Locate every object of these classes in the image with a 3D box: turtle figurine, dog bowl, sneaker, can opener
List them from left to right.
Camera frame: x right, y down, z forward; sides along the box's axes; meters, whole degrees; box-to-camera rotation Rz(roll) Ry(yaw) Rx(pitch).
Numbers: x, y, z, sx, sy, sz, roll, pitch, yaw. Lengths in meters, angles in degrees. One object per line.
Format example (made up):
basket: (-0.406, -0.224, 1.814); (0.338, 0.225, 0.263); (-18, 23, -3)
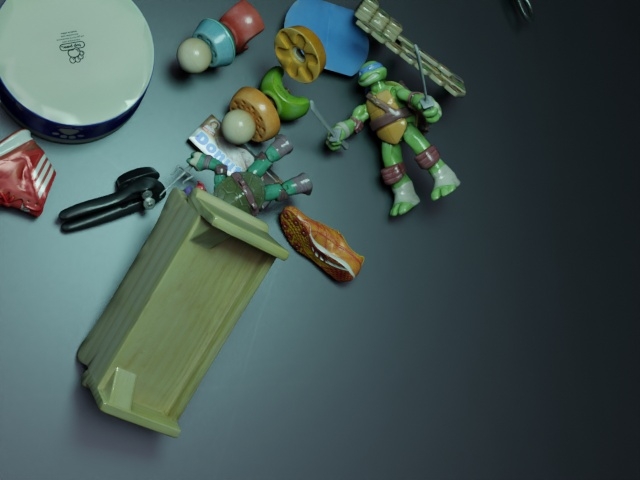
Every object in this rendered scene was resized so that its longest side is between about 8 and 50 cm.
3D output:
sneaker: (-0.514, -0.070, 1.670); (0.221, 0.087, 0.128); (-41, 93, -19)
dog bowl: (-0.409, -0.299, 1.736); (0.264, 0.104, 0.265); (3, 79, -18)
can opener: (-0.343, -0.059, 1.749); (0.186, 0.073, 0.059); (-28, 129, -18)
turtle figurine: (-0.136, -0.076, 1.760); (0.234, 0.118, 0.175); (-29, 115, -17)
sneaker: (0.000, 0.000, 1.854); (0.175, 0.064, 0.067); (43, 48, -11)
turtle figurine: (0.117, -0.176, 1.835); (0.197, 0.275, 0.266); (-28, 98, -1)

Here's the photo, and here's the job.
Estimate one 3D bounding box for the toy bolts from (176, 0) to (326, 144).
toy bolts: (-0.127, -0.292, 1.781); (0.228, 0.218, 0.158); (49, 57, 3)

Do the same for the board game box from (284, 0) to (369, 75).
board game box: (0.006, -0.369, 1.930); (0.168, 0.033, 0.133); (13, 71, -21)

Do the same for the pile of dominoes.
pile of dominoes: (0.172, -0.351, 1.903); (0.251, 0.196, 0.040); (34, 109, -10)

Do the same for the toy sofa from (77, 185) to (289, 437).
toy sofa: (-0.222, 0.106, 1.656); (0.150, 0.177, 0.363); (28, 96, -33)

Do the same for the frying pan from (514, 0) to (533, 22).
frying pan: (0.359, -0.602, 2.082); (0.197, 0.053, 0.326); (-43, 97, -20)

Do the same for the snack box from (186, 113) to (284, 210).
snack box: (-0.146, -0.135, 1.839); (0.178, 0.022, 0.064); (43, 70, -7)
